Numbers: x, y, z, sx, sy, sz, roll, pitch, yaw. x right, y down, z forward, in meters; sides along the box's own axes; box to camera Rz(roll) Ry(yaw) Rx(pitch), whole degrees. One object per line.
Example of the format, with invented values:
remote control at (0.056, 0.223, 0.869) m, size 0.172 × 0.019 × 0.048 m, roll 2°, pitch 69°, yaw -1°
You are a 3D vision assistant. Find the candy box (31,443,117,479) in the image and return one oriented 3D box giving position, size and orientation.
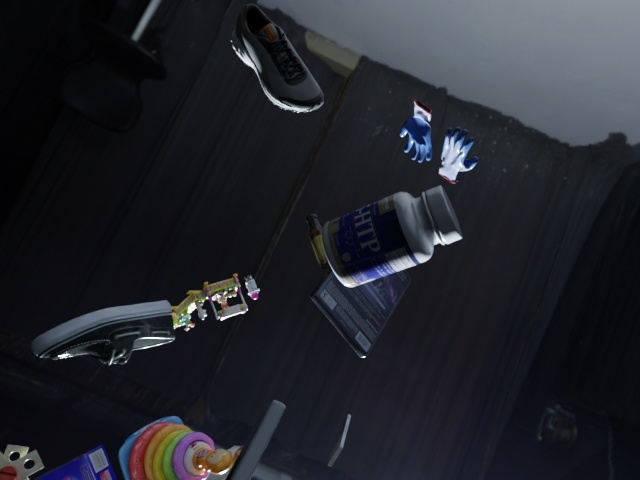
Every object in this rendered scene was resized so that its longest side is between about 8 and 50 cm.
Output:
candy box at (-0.791, 0.840, 1.476) m, size 0.268 × 0.317 × 0.122 m, roll 63°, pitch 178°, yaw 10°

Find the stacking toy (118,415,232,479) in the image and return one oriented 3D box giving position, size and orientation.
stacking toy at (-0.299, 0.489, 1.064) m, size 0.302 × 0.165 × 0.175 m, roll -21°, pitch 179°, yaw 41°

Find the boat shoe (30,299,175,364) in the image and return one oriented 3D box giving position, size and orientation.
boat shoe at (-0.456, 0.217, 1.068) m, size 0.121 × 0.119 × 0.335 m, roll -31°, pitch 168°, yaw 33°

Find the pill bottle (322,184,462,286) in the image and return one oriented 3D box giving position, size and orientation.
pill bottle at (0.107, -0.009, 0.715) m, size 0.187 × 0.111 × 0.112 m, roll -22°, pitch 151°, yaw 19°

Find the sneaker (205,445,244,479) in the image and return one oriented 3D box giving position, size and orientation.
sneaker at (-0.303, 0.710, 1.542) m, size 0.213 × 0.080 × 0.094 m, roll -12°, pitch -163°, yaw -7°

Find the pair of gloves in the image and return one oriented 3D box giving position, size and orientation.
pair of gloves at (0.251, -0.206, 1.031) m, size 0.198 × 0.023 × 0.159 m, roll 43°, pitch 159°, yaw 24°

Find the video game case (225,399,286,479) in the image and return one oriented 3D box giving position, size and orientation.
video game case at (-0.115, 0.330, 0.673) m, size 0.023 × 0.212 × 0.193 m, roll 28°, pitch 158°, yaw 2°

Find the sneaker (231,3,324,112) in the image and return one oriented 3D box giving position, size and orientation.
sneaker at (-0.093, -0.384, 1.015) m, size 0.271 × 0.100 × 0.108 m, roll 49°, pitch 156°, yaw 7°

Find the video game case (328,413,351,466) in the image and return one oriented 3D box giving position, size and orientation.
video game case at (0.054, 0.559, 1.337) m, size 0.011 × 0.087 × 0.122 m, roll 26°, pitch -152°, yaw 3°

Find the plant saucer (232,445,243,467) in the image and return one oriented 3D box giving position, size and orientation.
plant saucer at (-0.184, 0.509, 1.073) m, size 0.015 × 0.083 × 0.083 m, roll 7°, pitch 179°, yaw -25°

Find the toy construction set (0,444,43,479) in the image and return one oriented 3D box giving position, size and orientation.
toy construction set at (-0.602, 0.498, 0.860) m, size 0.215 × 0.327 × 0.151 m, roll -3°, pitch -128°, yaw -34°

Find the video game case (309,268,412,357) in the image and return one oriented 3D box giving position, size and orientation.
video game case at (0.108, 0.111, 1.147) m, size 0.026 × 0.274 × 0.196 m, roll -23°, pitch 111°, yaw 48°

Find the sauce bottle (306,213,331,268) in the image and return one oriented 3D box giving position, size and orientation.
sauce bottle at (0.000, 0.000, 1.048) m, size 0.042 × 0.128 × 0.042 m, roll -16°, pitch 156°, yaw -7°

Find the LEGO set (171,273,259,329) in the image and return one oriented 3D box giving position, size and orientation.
LEGO set at (-0.299, 0.189, 1.291) m, size 0.107 × 0.287 × 0.132 m, roll 62°, pitch 173°, yaw 23°
